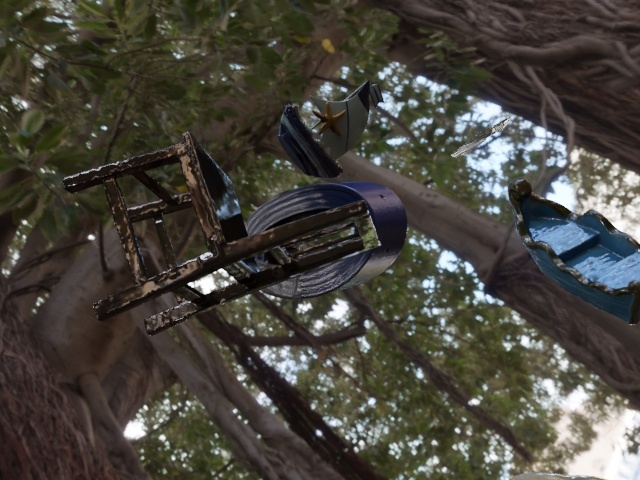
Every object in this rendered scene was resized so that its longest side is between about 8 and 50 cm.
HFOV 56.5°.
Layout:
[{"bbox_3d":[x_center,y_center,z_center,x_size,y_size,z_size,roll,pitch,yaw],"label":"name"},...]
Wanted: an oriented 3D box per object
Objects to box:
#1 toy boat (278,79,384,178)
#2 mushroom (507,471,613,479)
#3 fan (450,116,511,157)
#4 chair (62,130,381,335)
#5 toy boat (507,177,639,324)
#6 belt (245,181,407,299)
[{"bbox_3d":[0.040,-0.290,1.468,0.291,0.067,0.220,-42,-71,-16],"label":"toy boat"},{"bbox_3d":[0.331,0.417,0.765,0.254,0.260,0.234,-36,-18,9],"label":"mushroom"},{"bbox_3d":[0.384,-0.243,1.453,0.131,0.009,0.240,-23,-6,-17],"label":"fan"},{"bbox_3d":[-0.148,-0.044,0.944,0.416,0.240,0.203,-22,-21,3],"label":"chair"},{"bbox_3d":[0.242,-0.001,0.552,0.075,0.185,0.077,-25,-60,-10],"label":"toy boat"},{"bbox_3d":[0.000,0.000,1.157,0.117,0.347,0.212,-11,-94,-50],"label":"belt"}]
